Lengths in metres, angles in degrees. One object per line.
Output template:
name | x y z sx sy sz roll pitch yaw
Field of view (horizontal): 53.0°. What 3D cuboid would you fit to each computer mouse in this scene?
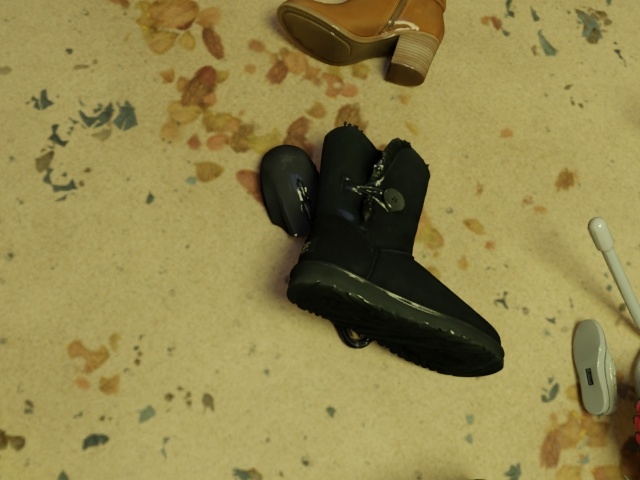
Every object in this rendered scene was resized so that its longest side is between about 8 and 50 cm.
computer mouse | 0.000 0.000 0.685 0.071 0.041 0.242 -24 76 -13

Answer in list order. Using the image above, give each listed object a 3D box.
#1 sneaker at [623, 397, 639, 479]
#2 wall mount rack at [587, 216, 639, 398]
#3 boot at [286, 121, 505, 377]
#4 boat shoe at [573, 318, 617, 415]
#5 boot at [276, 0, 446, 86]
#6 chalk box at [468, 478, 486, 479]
sneaker | 0.358 0.268 0.569 0.120 0.112 0.299 -15 95 -2
wall mount rack | 0.432 0.024 0.674 0.304 0.130 0.350 40 72 8
boot | 0.095 0.006 0.661 0.246 0.094 0.207 26 58 -15
boat shoe | 0.295 0.134 0.678 0.035 0.035 0.100 13 64 -30
boot | 0.056 -0.282 0.769 0.197 0.073 0.152 20 72 -12
chalk box | 0.122 0.289 0.557 0.213 0.132 0.132 -11 72 -10
